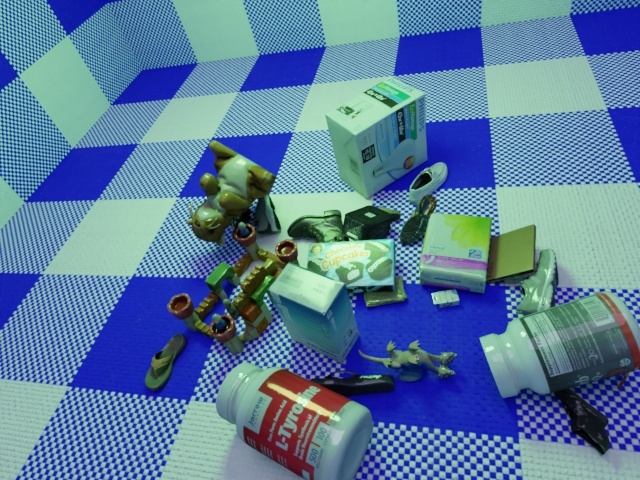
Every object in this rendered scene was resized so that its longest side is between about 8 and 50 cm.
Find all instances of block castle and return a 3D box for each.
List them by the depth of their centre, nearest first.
[{"bbox_3d":[-0.299,0.155,1.638,0.302,0.213,0.453,19,56,30],"label":"block castle"}]

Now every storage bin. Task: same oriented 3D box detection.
[{"bbox_3d":[0.182,-0.063,1.738,0.122,0.084,0.180,29,35,34],"label":"storage bin"}]

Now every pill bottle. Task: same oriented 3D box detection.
[{"bbox_3d":[0.638,0.290,1.210,0.362,0.210,0.210,-22,44,15],"label":"pill bottle"},{"bbox_3d":[-0.081,0.495,1.244,0.407,0.229,0.229,16,54,28],"label":"pill bottle"}]

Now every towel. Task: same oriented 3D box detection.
[{"bbox_3d":[0.226,0.181,1.587,0.148,0.027,0.110,-11,45,8],"label":"towel"}]

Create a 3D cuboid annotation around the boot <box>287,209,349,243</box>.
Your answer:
[{"bbox_3d":[0.000,0.000,1.787,0.262,0.091,0.229,-19,53,9],"label":"boot"}]

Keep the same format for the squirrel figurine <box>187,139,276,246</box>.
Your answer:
[{"bbox_3d":[-0.372,-0.163,1.841,0.281,0.397,0.371,30,95,1],"label":"squirrel figurine"}]

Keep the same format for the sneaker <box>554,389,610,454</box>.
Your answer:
[{"bbox_3d":[0.676,0.465,1.170,0.089,0.051,0.170,-37,52,-24],"label":"sneaker"}]

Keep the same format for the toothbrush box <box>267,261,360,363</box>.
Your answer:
[{"bbox_3d":[-0.014,0.233,1.422,0.216,0.296,0.126,18,54,31],"label":"toothbrush box"}]

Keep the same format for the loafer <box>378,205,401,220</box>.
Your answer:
[{"bbox_3d":[0.257,-0.114,1.834,0.147,0.056,0.050,4,56,20],"label":"loafer"}]

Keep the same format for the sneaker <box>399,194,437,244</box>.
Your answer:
[{"bbox_3d":[0.380,-0.073,1.751,0.083,0.087,0.221,36,77,6],"label":"sneaker"}]

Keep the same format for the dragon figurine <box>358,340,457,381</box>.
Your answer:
[{"bbox_3d":[0.262,0.372,1.356,0.289,0.144,0.085,-16,44,29],"label":"dragon figurine"}]

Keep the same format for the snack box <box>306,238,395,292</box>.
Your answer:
[{"bbox_3d":[0.109,0.094,1.625,0.321,0.060,0.187,-4,58,15],"label":"snack box"}]

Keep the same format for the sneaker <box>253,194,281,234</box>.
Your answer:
[{"bbox_3d":[-0.254,-0.134,1.977,0.107,0.100,0.272,-22,45,3],"label":"sneaker"}]

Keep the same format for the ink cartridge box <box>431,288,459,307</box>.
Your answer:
[{"bbox_3d":[0.421,0.197,1.512,0.083,0.028,0.048,-10,46,7],"label":"ink cartridge box"}]

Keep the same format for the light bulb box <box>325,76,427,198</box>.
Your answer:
[{"bbox_3d":[0.253,-0.441,1.932,0.361,0.358,0.225,-33,49,-13],"label":"light bulb box"}]

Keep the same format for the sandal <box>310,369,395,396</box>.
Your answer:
[{"bbox_3d":[0.095,0.428,1.355,0.254,0.097,0.055,-2,48,1],"label":"sandal"}]

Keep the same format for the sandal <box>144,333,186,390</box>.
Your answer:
[{"bbox_3d":[-0.547,0.416,1.572,0.089,0.060,0.219,9,51,24],"label":"sandal"}]

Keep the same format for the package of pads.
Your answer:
[{"bbox_3d":[0.479,0.037,1.597,0.229,0.101,0.297,7,50,20],"label":"package of pads"}]

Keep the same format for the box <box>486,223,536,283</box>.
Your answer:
[{"bbox_3d":[0.653,0.045,1.532,0.164,0.021,0.201,-24,33,44],"label":"box"}]

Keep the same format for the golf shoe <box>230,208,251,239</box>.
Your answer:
[{"bbox_3d":[-0.367,-0.068,1.976,0.093,0.077,0.198,-15,40,23],"label":"golf shoe"}]

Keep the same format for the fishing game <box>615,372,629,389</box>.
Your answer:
[{"bbox_3d":[0.771,0.299,1.308,0.189,0.041,0.264,-43,51,-19],"label":"fishing game"}]

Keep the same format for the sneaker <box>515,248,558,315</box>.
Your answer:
[{"bbox_3d":[0.696,0.129,1.443,0.115,0.105,0.281,0,41,34],"label":"sneaker"}]

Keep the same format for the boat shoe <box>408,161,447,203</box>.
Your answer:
[{"bbox_3d":[0.459,-0.260,1.891,0.095,0.084,0.258,20,57,31],"label":"boat shoe"}]
